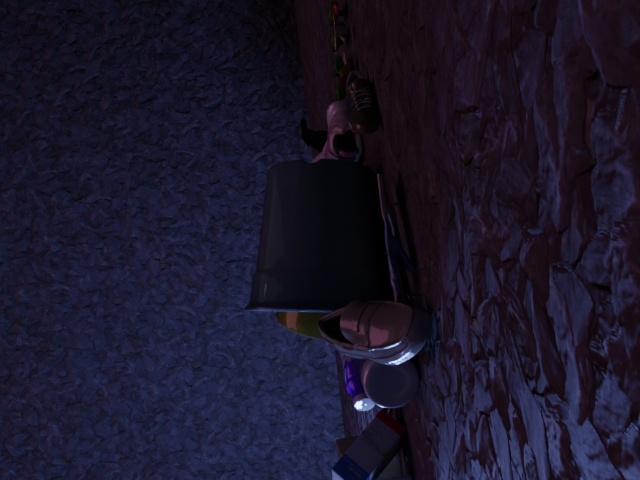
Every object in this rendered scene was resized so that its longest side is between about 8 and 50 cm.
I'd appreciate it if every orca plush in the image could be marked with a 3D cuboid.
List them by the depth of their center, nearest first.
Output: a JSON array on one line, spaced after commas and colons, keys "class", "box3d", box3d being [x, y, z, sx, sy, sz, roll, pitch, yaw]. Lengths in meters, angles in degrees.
[{"class": "orca plush", "box3d": [0.022, -0.333, 1.918, 0.151, 0.102, 0.287, 54, -165, 27]}]

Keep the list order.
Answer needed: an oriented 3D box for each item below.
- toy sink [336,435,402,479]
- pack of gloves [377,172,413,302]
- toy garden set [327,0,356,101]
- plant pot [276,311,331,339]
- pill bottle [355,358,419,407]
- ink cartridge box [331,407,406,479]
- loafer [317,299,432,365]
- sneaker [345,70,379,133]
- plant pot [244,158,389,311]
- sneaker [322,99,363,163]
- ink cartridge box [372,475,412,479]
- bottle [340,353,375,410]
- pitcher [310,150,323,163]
[{"class": "toy sink", "box3d": [0.130, 0.621, 1.674, 0.234, 0.153, 0.131, 112, 151, -81]}, {"class": "pack of gloves", "box3d": [0.152, 0.011, 1.183, 0.195, 0.046, 0.231, 60, -157, -68]}, {"class": "toy garden set", "box3d": [0.059, -0.489, 1.566, 0.204, 0.049, 0.244, -106, 10, -80]}, {"class": "plant pot", "box3d": [0.028, 0.089, 1.700, 0.275, 0.275, 0.293, -108, 25, -74]}, {"class": "pill bottle", "box3d": [0.131, 0.261, 1.262, 0.186, 0.112, 0.111, -123, 26, -81]}, {"class": "ink cartridge box", "box3d": [0.129, 0.498, 1.450, 0.078, 0.231, 0.134, 35, 152, 24]}, {"class": "loafer", "box3d": [0.089, 0.163, 1.116, 0.319, 0.112, 0.112, -30, 36, 62]}, {"class": "sneaker", "box3d": [0.083, -0.305, 1.316, 0.192, 0.064, 0.086, -96, -4, -56]}, {"class": "plant pot", "box3d": [0.000, 0.000, 1.418, 0.341, 0.342, 0.333, 106, 165, -82]}, {"class": "sneaker", "box3d": [0.058, -0.235, 1.598, 0.111, 0.103, 0.252, -98, 2, -45]}, {"class": "ink cartridge box", "box3d": [0.176, 0.681, 1.443, 0.237, 0.100, 0.171, 87, 175, -53]}, {"class": "bottle", "box3d": [0.118, 0.412, 1.959, 0.282, 0.092, 0.118, -101, 6, -50]}, {"class": "pitcher", "box3d": [0.036, -0.233, 1.813, 0.207, 0.126, 0.177, 117, 170, -49]}]
